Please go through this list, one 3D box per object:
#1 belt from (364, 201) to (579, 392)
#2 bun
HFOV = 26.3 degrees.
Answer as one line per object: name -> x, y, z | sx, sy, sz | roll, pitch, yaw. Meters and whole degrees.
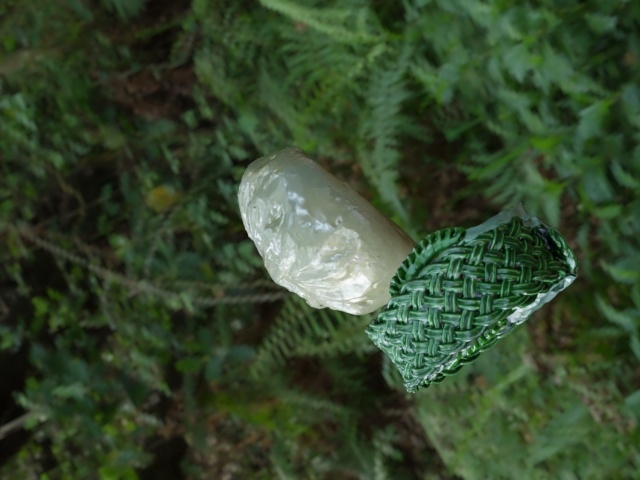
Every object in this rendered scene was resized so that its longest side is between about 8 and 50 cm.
belt -> 0.095, 0.032, 0.912 | 0.079, 0.121, 0.151 | 55, 132, 12
bun -> 0.000, 0.000, 1.507 | 0.231, 0.133, 0.231 | 36, 179, 1
